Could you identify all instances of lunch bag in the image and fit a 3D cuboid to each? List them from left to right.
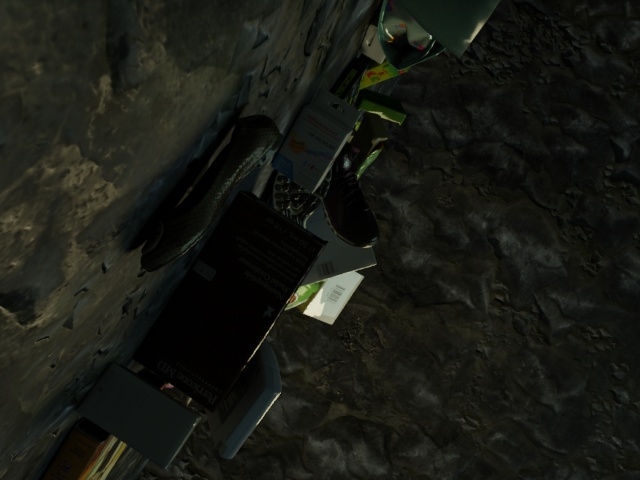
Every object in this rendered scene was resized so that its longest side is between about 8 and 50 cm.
[{"bbox_3d":[0.228,-0.491,1.044,0.223,0.160,0.262,-55,167,-25],"label":"lunch bag"}]

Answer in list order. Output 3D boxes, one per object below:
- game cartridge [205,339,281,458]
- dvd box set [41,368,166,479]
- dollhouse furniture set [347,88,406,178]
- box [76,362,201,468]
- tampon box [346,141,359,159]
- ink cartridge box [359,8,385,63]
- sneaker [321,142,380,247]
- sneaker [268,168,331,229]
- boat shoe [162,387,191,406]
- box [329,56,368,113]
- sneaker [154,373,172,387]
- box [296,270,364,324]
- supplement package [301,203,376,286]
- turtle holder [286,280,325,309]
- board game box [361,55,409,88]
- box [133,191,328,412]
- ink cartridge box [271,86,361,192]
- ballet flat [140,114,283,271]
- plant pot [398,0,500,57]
[{"bbox_3d":[-0.178,0.305,1.146,0.196,0.060,0.294,-57,-154,5],"label":"game cartridge"},{"bbox_3d":[-0.488,0.484,1.037,0.420,0.062,0.307,-57,179,5],"label":"dvd box set"},{"bbox_3d":[0.160,-0.292,1.577,0.301,0.151,0.197,-98,-150,-46],"label":"dollhouse furniture set"},{"bbox_3d":[-0.299,0.294,0.887,0.091,0.171,0.130,-56,178,-20],"label":"box"},{"bbox_3d":[0.013,-0.208,1.426,0.161,0.121,0.101,-57,-179,5],"label":"tampon box"},{"bbox_3d":[0.162,-0.494,1.191,0.150,0.063,0.109,-57,179,-17],"label":"ink cartridge box"},{"bbox_3d":[0.057,-0.124,1.227,0.107,0.281,0.162,-20,149,-24],"label":"sneaker"},{"bbox_3d":[-0.073,-0.106,1.256,0.147,0.130,0.329,-111,-144,-53],"label":"sneaker"},{"bbox_3d":[-0.425,0.460,1.370,0.130,0.132,0.355,-57,178,2],"label":"boat shoe"},{"bbox_3d":[0.038,-0.323,1.278,0.184,0.045,0.190,-59,179,-12],"label":"box"},{"bbox_3d":[-0.276,0.215,1.239,0.318,0.112,0.131,-58,-178,-3],"label":"sneaker"},{"bbox_3d":[-0.048,0.112,1.912,0.168,0.345,0.215,30,95,-45],"label":"box"},{"bbox_3d":[0.000,0.000,1.455,0.262,0.203,0.145,-17,-175,5],"label":"supplement package"},{"bbox_3d":[-0.144,0.093,1.698,0.227,0.243,0.320,-42,-140,5],"label":"turtle holder"},{"bbox_3d":[0.159,-0.435,1.280,0.181,0.043,0.092,2,-126,57],"label":"board game box"},{"bbox_3d":[-0.168,0.112,1.022,0.381,0.191,0.143,-57,178,4],"label":"box"},{"bbox_3d":[-0.009,-0.202,1.054,0.181,0.104,0.061,-58,179,25],"label":"ink cartridge box"},{"bbox_3d":[-0.140,-0.067,0.648,0.249,0.058,0.084,-51,-147,-16],"label":"ballet flat"},{"bbox_3d":[0.123,-0.335,0.434,0.290,0.196,0.290,-56,179,-1],"label":"plant pot"}]
